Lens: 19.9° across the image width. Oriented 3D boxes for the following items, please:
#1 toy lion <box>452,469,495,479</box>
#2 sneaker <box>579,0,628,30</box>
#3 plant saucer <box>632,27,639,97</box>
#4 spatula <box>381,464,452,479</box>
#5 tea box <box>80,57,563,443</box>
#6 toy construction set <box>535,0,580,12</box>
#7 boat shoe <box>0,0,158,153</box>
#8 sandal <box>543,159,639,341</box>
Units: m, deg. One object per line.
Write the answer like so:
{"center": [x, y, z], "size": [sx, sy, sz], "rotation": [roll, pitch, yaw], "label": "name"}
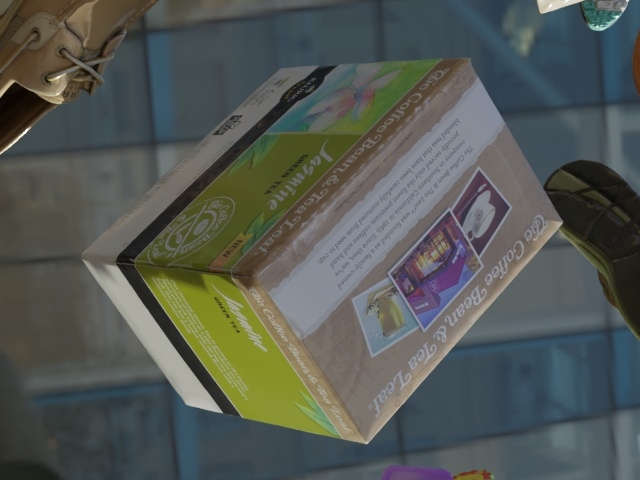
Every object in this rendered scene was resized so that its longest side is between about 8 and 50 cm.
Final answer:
{"center": [0.168, 0.307, 2.206], "size": [0.096, 0.100, 0.034], "rotation": [-159, -129, -70], "label": "toy lion"}
{"center": [0.335, -0.310, 2.163], "size": [0.076, 0.065, 0.166], "rotation": [99, 1, -60], "label": "sneaker"}
{"center": [0.257, -0.135, 1.358], "size": [0.083, 0.013, 0.083], "rotation": [180, -90, -65], "label": "plant saucer"}
{"center": [0.183, 0.299, 2.046], "size": [0.296, 0.030, 0.084], "rotation": [-4, -99, 46], "label": "spatula"}
{"center": [0.000, 0.000, 1.827], "size": [0.323, 0.329, 0.220], "rotation": [4, -46, 52], "label": "tea box"}
{"center": [0.199, -0.295, 1.199], "size": [0.309, 0.258, 0.237], "rotation": [109, -18, -47], "label": "toy construction set"}
{"center": [-0.241, -0.182, 1.721], "size": [0.341, 0.122, 0.110], "rotation": [-32, -112, 38], "label": "boat shoe"}
{"center": [0.361, 0.027, 2.069], "size": [0.302, 0.120, 0.086], "rotation": [58, -8, 38], "label": "sandal"}
